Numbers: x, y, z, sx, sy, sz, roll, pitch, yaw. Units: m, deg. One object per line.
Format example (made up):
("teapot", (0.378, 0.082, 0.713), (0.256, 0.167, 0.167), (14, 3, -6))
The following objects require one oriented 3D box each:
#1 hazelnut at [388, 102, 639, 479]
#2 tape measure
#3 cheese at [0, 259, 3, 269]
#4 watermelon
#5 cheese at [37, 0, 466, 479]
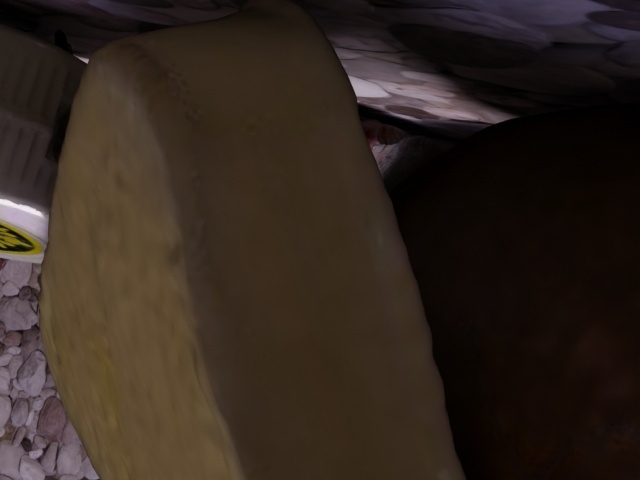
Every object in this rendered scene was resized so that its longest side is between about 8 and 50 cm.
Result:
("hazelnut", (0.185, 0.080, 0.661), (0.366, 0.365, 0.366), (10, 179, 0))
("tape measure", (-0.228, -0.065, 0.761), (0.231, 0.133, 0.271), (16, 164, -13))
("cheese", (-0.354, -0.080, 1.162), (0.128, 0.202, 0.177), (12, 149, -24))
("watermelon", (0.029, -0.062, 0.899), (0.094, 0.081, 0.180), (-19, 178, 39))
("cheese", (-0.043, 0.055, 0.585), (0.104, 0.383, 0.384), (-20, -168, -25))
